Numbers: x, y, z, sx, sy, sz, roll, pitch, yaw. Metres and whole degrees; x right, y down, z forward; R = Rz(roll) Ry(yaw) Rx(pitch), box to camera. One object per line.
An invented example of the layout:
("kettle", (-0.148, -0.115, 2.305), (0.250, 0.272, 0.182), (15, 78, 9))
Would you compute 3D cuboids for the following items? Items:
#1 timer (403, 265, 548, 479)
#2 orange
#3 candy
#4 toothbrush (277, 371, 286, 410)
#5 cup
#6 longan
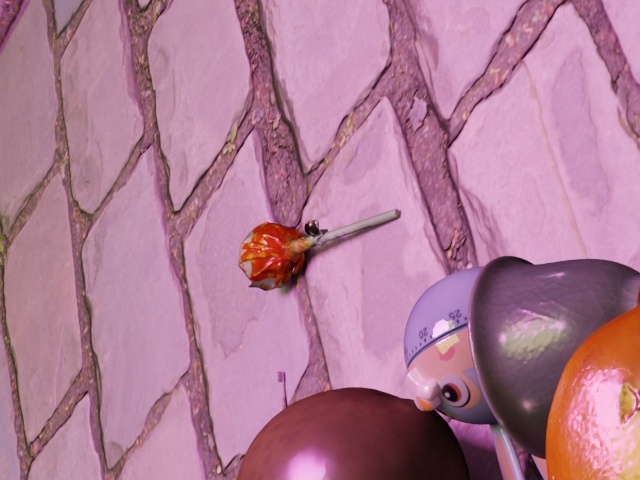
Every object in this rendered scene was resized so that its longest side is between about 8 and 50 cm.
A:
("timer", (0.157, 0.149, 1.941), (0.175, 0.175, 0.255), (-32, 47, 52))
("orange", (0.308, 0.168, 1.586), (0.261, 0.261, 0.261), (-35, 47, 50))
("candy", (-0.001, 0.001, 2.422), (0.288, 0.078, 0.084), (-17, 59, 49))
("toothbrush", (-0.046, 0.205, 2.452), (0.006, 0.008, 0.097), (119, 151, -52))
("cup", (0.251, 0.091, 1.815), (0.150, 0.199, 0.199), (-20, 58, 36))
("longan", (0.036, 0.265, 2.026), (0.258, 0.258, 0.258), (-35, 47, 50))
